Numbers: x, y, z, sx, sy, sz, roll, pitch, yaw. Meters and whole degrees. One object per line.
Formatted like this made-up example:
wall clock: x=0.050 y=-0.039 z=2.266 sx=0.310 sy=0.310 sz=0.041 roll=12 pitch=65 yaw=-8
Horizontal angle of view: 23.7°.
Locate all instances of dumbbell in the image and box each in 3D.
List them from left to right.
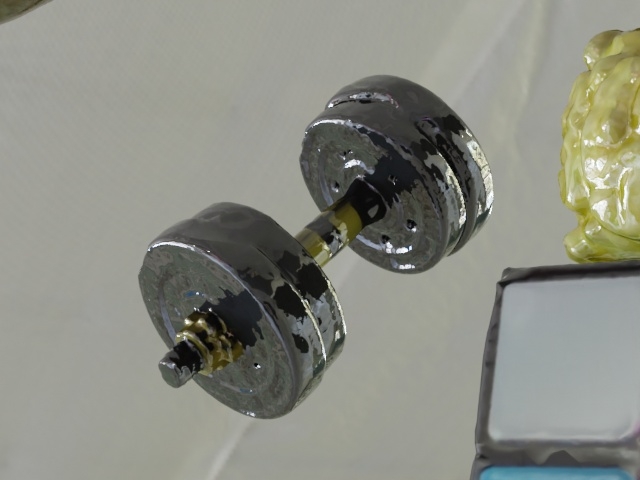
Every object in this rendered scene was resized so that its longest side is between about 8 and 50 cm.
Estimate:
dumbbell: x=0.000 y=0.000 z=1.322 sx=0.388 sy=0.185 sz=0.185 roll=-41 pitch=-20 yaw=-34

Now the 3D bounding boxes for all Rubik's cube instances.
Rubik's cube: x=0.178 y=0.116 z=0.675 sx=0.167 sy=0.180 sz=0.183 roll=-5 pitch=-22 yaw=34

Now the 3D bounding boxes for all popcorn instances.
popcorn: x=0.284 y=-0.050 z=1.110 sx=0.249 sy=0.225 sz=0.249 roll=12 pitch=0 yaw=0

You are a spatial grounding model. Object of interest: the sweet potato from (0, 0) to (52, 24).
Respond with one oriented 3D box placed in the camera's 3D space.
sweet potato: x=-0.128 y=-0.196 z=0.704 sx=0.158 sy=0.158 sz=0.370 roll=23 pitch=-54 yaw=-37
